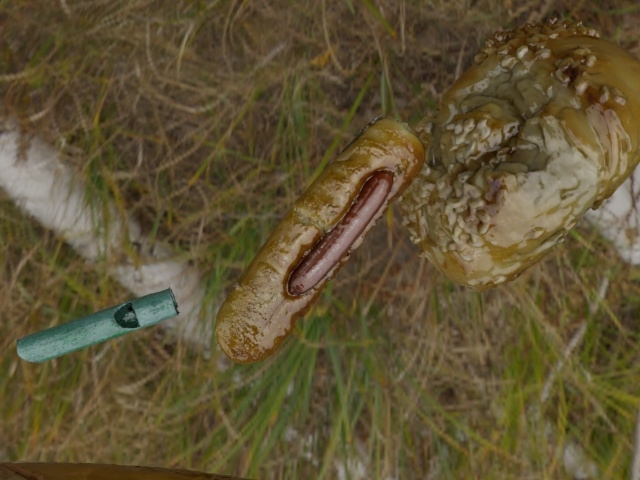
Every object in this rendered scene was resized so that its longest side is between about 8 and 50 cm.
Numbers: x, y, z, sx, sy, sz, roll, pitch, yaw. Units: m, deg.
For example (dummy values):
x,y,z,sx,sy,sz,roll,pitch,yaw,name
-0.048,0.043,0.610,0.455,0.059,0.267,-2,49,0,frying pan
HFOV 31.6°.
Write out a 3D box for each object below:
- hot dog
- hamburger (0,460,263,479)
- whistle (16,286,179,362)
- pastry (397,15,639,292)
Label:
x,y,z,sx,sy,sz,roll,pitch,yaw,name
0.000,0.000,0.816,0.215,0.047,0.066,-50,124,-5,hot dog
-0.084,0.216,0.645,0.245,0.155,0.282,-20,131,16,hamburger
-0.257,0.099,1.303,0.186,0.039,0.039,-18,126,-2,whistle
0.202,-0.101,1.195,0.162,0.255,0.311,37,102,-29,pastry
